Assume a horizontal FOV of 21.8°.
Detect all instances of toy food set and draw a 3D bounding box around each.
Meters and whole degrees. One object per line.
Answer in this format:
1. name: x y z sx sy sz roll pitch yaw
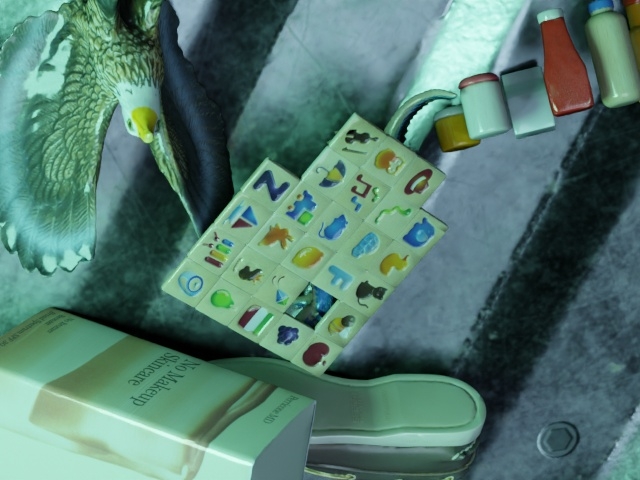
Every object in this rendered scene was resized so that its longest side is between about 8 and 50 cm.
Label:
1. toy food set: 0.213 -0.162 1.566 0.232 0.111 0.105 -14 85 8

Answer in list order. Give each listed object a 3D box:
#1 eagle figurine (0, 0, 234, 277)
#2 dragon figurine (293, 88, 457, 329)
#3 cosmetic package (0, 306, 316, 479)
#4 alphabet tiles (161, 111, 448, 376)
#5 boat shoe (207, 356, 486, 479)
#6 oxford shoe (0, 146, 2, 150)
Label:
1. eagle figurine: -0.173 -0.131 1.461 0.226 0.225 0.298 20 130 6
2. dragon figurine: 0.047 -0.025 1.605 0.289 0.085 0.144 -42 114 11
3. cosmetic package: -0.172 0.182 1.558 0.296 0.153 0.129 17 113 16
4. alphabet tiles: 0.000 0.000 1.538 0.198 0.009 0.237 32 106 -31
5. boat shoe: 0.000 0.190 1.682 0.324 0.117 0.097 4 129 -4
6. oxford shoe: -0.308 -0.124 1.515 0.076 0.076 0.212 -52 123 -21
